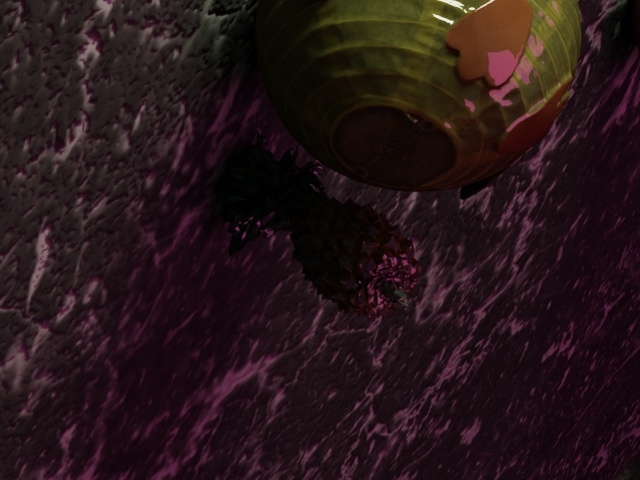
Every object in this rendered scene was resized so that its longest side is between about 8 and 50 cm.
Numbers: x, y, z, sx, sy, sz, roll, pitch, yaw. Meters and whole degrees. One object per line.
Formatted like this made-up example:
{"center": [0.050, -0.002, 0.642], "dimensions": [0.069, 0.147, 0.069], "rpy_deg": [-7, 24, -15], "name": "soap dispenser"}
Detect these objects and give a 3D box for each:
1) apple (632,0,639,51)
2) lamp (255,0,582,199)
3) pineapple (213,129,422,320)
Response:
{"center": [0.512, -0.277, 2.031], "dimensions": [0.306, 0.235, 0.305], "rpy_deg": [-43, 152, -29], "name": "apple"}
{"center": [0.078, -0.172, 1.319], "dimensions": [0.250, 0.250, 0.284], "rpy_deg": [92, 7, -52], "name": "lamp"}
{"center": [0.000, 0.000, 1.402], "dimensions": [0.083, 0.221, 0.103], "rpy_deg": [-15, 127, -36], "name": "pineapple"}
